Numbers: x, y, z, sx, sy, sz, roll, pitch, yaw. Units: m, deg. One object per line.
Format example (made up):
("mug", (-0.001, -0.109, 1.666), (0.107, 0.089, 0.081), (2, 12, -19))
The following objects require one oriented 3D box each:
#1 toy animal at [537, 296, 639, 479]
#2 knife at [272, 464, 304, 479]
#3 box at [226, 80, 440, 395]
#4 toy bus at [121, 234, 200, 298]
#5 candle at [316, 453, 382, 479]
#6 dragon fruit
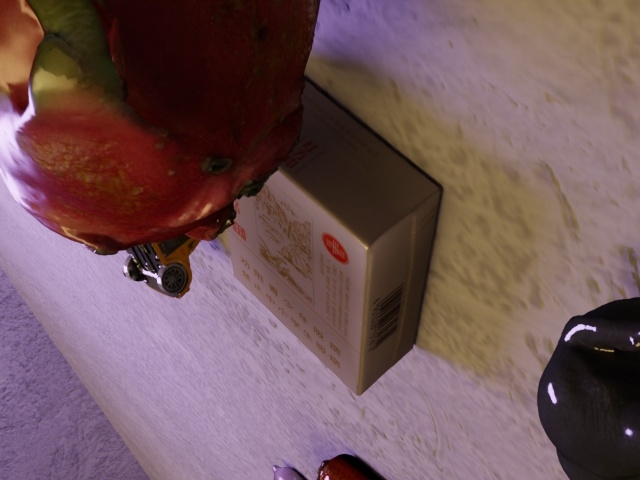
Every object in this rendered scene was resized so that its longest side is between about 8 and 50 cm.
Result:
("toy animal", (0.178, 0.126, 0.409), (0.137, 0.082, 0.269), (26, 152, 53))
("knife", (0.069, 0.424, 1.177), (0.398, 0.038, 0.132), (41, 155, 27))
("box", (0.000, 0.000, 0.593), (0.141, 0.058, 0.201), (42, 158, 24))
("toy bus", (-0.159, -0.026, 0.853), (0.069, 0.074, 0.162), (14, 137, 47))
("candle", (0.063, 0.273, 0.924), (0.162, 0.053, 0.048), (31, 157, 37))
("dragon fruit", (-0.072, -0.126, 0.400), (0.198, 0.269, 0.200), (10, 178, 14))
